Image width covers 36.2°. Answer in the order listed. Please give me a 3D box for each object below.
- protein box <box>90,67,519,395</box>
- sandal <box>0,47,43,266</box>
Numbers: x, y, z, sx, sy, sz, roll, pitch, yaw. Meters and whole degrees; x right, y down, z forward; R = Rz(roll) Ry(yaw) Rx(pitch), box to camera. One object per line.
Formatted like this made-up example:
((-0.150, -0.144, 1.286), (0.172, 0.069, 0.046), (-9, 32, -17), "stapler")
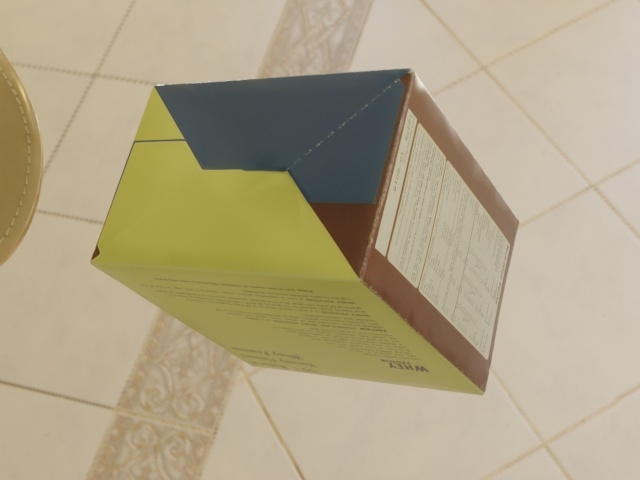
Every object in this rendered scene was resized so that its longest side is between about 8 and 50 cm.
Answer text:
((0.000, 0.000, 0.659), (0.200, 0.201, 0.136), (2, 66, 32), "protein box")
((-0.204, -0.071, 0.524), (0.088, 0.079, 0.240), (-16, 68, -19), "sandal")
